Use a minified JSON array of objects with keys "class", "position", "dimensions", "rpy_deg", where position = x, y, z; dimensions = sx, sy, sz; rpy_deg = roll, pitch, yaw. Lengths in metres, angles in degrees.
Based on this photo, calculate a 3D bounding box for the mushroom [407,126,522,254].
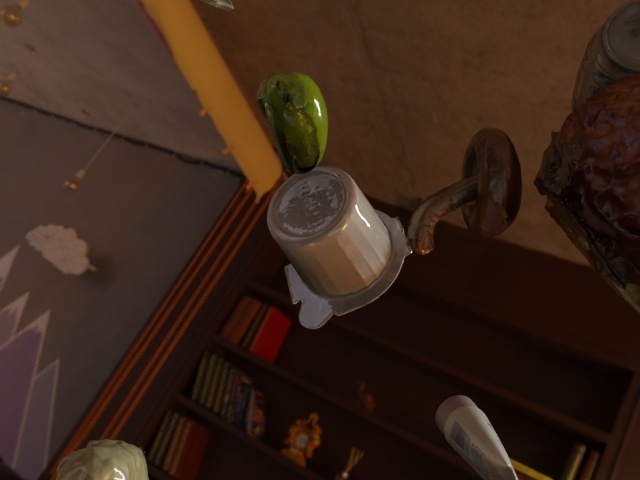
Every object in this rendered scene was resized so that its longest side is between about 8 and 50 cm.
[{"class":"mushroom","position":[0.130,-0.030,0.531],"dimensions":[0.073,0.129,0.088],"rpy_deg":[39,-4,-4]}]

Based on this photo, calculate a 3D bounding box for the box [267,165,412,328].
[{"class":"box","position":[0.000,0.000,1.187],"dimensions":[0.262,0.291,0.206],"rpy_deg":[21,-21,36]}]

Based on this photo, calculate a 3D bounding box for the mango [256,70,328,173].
[{"class":"mango","position":[-0.027,-0.142,0.747],"dimensions":[0.091,0.074,0.165],"rpy_deg":[63,-4,23]}]

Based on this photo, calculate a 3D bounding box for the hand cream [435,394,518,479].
[{"class":"hand cream","position":[0.280,0.357,1.043],"dimensions":[0.133,0.083,0.248],"rpy_deg":[63,-5,-24]}]

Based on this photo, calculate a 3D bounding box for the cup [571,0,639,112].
[{"class":"cup","position":[0.615,-0.315,1.102],"dimensions":[0.301,0.227,0.257],"rpy_deg":[-20,-19,14]}]

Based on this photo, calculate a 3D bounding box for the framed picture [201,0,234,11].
[{"class":"framed picture","position":[-0.214,-0.480,1.011],"dimensions":[0.203,0.015,0.150],"rpy_deg":[63,14,-9]}]

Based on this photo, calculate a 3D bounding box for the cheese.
[{"class":"cheese","position":[-0.356,0.485,1.016],"dimensions":[0.115,0.317,0.326],"rpy_deg":[-1,0,-5]}]

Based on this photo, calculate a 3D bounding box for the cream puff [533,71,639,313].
[{"class":"cream puff","position":[0.365,-0.027,0.582],"dimensions":[0.350,0.229,0.350],"rpy_deg":[45,13,-13]}]
